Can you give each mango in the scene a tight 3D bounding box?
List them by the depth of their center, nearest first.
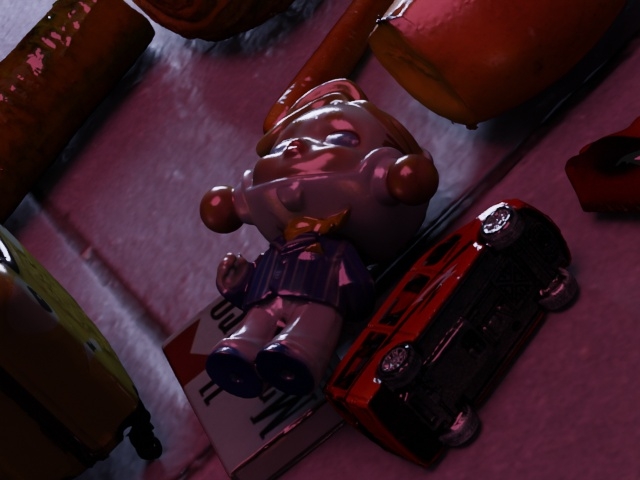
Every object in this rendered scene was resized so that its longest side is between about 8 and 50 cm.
[{"bbox_3d":[0.166,-0.210,1.443,0.257,0.138,0.187,-41,18,-7],"label":"mango"}]

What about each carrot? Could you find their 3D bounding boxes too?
[{"bbox_3d":[0.022,-0.174,1.605,0.043,0.043,0.248,8,56,45],"label":"carrot"},{"bbox_3d":[-0.290,-0.119,1.758,0.114,0.114,0.302,15,61,48],"label":"carrot"}]

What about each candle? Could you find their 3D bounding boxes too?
[{"bbox_3d":[0.293,-0.048,1.227,0.301,0.059,0.084,7,69,47],"label":"candle"}]

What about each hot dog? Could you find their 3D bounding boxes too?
[{"bbox_3d":[-0.096,-0.289,1.761,0.196,0.122,0.272,-49,34,-15],"label":"hot dog"}]

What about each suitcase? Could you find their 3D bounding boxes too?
[{"bbox_3d":[-0.253,0.090,1.408,0.143,0.235,0.194,-41,37,-2],"label":"suitcase"}]

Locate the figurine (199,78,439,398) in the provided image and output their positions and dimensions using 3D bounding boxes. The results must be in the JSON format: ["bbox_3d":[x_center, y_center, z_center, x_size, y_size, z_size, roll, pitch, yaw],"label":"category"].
[{"bbox_3d":[0.008,0.001,1.352,0.193,0.133,0.274,-24,37,15],"label":"figurine"}]

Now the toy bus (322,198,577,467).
[{"bbox_3d":[0.092,0.058,1.277,0.195,0.081,0.089,-52,29,-14],"label":"toy bus"}]

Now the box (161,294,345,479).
[{"bbox_3d":[-0.045,0.102,1.383,0.115,0.036,0.177,-38,37,2],"label":"box"}]
